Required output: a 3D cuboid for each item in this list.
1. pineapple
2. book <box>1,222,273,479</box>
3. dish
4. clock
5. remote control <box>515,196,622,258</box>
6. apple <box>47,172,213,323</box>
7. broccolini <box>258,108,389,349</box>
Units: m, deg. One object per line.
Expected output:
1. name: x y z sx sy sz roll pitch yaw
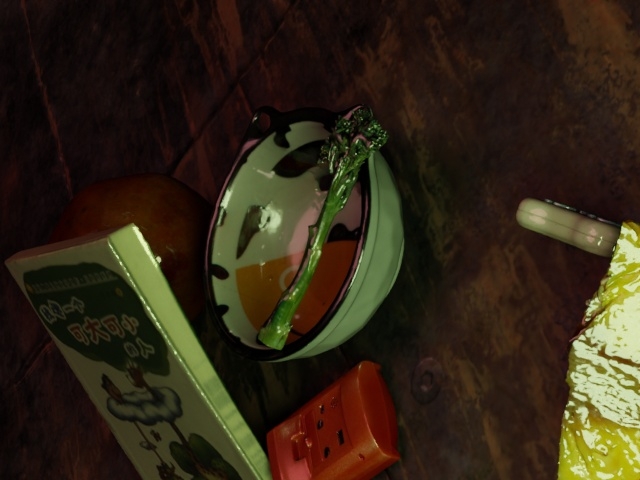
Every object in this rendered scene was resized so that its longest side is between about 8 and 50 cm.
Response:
1. pineapple: 0.284 0.105 1.151 0.164 0.140 0.249 6 99 14
2. book: -0.194 0.159 1.602 0.260 0.043 0.371 -12 112 51
3. dish: 0.000 0.000 1.536 0.303 0.120 0.303 -22 60 44
4. clock: 0.012 0.205 1.497 0.155 0.061 0.113 -40 47 36
5. remote control: 0.231 -0.010 1.268 0.122 0.074 0.032 24 99 53
6. apple: -0.229 0.027 1.748 0.234 0.234 0.234 -25 58 47
7. broccolini: -0.009 -0.012 1.417 0.254 0.057 0.071 -63 -3 8
